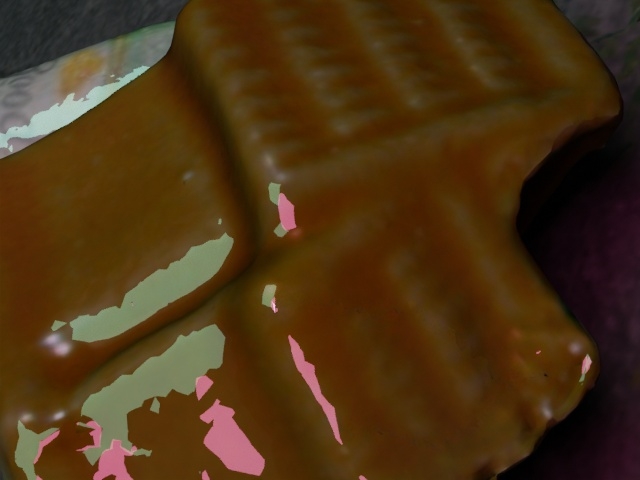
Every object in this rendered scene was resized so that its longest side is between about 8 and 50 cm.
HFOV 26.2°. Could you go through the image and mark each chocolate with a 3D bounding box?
[{"bbox_3d":[-0.094,-0.051,0.662,0.291,0.110,0.110,-19,49,18],"label":"chocolate"}]

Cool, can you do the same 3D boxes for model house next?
[{"bbox_3d":[0.006,0.009,0.499,0.239,0.173,0.268,-34,49,8],"label":"model house"}]
